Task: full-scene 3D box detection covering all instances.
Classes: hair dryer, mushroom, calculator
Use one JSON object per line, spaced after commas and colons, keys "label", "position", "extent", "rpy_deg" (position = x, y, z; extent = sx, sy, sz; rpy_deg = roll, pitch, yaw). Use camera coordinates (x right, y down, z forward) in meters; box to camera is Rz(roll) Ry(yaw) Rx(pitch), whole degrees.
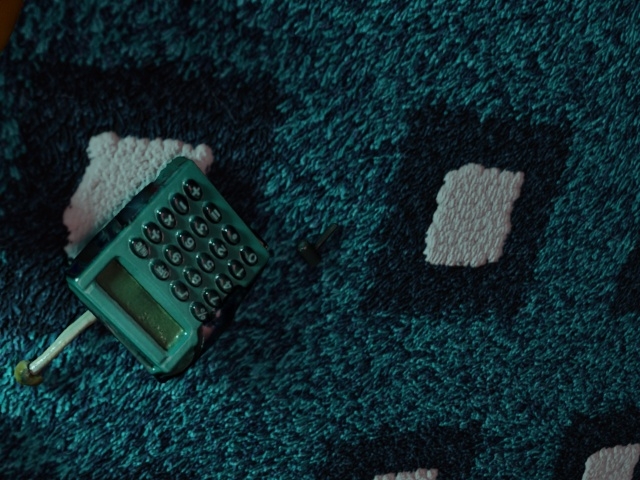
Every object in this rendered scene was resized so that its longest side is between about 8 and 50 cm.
{"label": "hair dryer", "position": [0.000, 0.000, 1.535], "extent": [0.083, 0.026, 0.047], "rpy_deg": [-46, 128, -12]}
{"label": "mushroom", "position": [-0.313, 0.123, 1.380], "extent": [0.306, 0.043, 0.068], "rpy_deg": [-29, 144, -21]}
{"label": "calculator", "position": [-0.210, 0.043, 1.372], "extent": [0.274, 0.058, 0.248], "rpy_deg": [-49, 126, -16]}

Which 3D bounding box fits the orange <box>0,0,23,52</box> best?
{"label": "orange", "position": [-0.438, -0.278, 0.997], "extent": [0.240, 0.240, 0.240], "rpy_deg": [-13, 117, -28]}
